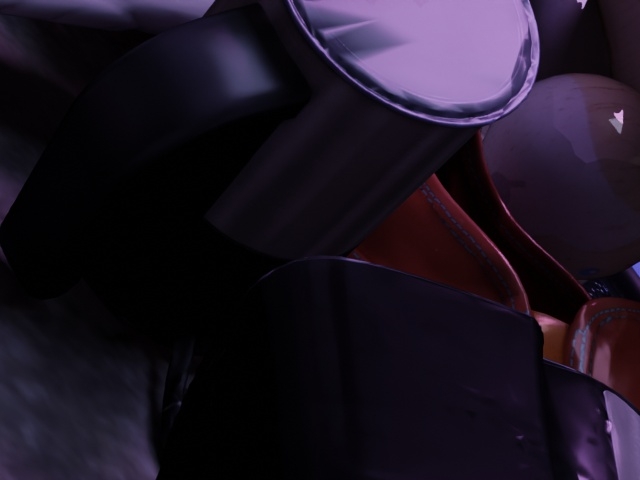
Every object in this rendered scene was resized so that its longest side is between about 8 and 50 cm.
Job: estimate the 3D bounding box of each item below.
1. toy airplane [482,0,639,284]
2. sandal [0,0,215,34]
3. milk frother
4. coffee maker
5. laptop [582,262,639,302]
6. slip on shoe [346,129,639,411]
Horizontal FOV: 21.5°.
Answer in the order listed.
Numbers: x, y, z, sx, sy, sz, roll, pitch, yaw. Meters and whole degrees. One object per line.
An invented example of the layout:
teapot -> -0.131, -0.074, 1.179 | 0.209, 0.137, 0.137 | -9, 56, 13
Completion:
toy airplane -> 0.180, -0.088, 0.714 | 0.384, 0.272, 0.386 | 54, -17, 41
sandal -> -0.035, -0.103, 0.550 | 0.265, 0.076, 0.102 | 3, 14, -40
milk frother -> 0.000, 0.000, 0.466 | 0.143, 0.135, 0.129 | 46, 47, 1
coffee maker -> 0.007, 0.081, 0.331 | 0.171, 0.120, 0.178 | 42, 17, -20
laptop -> 0.234, 0.021, 1.020 | 0.264, 0.136, 0.234 | 22, 30, -57
slip on shoe -> 0.082, 0.067, 0.592 | 0.123, 0.101, 0.331 | 23, 31, -59
